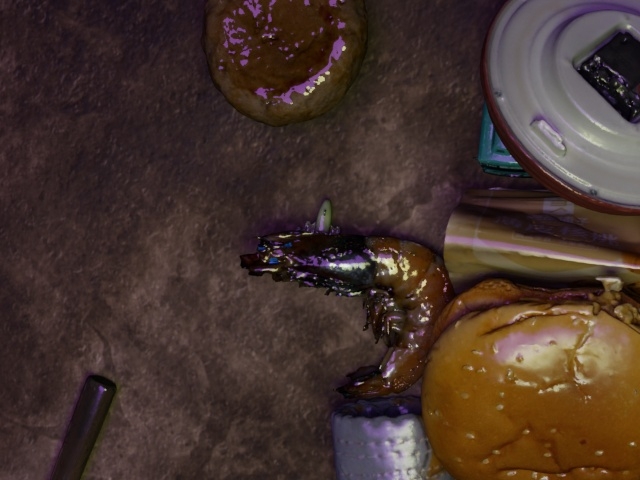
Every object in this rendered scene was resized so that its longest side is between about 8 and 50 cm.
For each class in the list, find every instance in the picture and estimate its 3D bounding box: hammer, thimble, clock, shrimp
[{"bbox_3d":[-0.387,0.402,1.462,0.168,0.044,0.440,24,97,14],"label":"hammer"},{"bbox_3d":[0.091,0.264,1.267,0.151,0.127,0.118,-5,91,25],"label":"thimble"},{"bbox_3d":[0.332,-0.173,1.129,0.318,0.080,0.319,4,65,-8],"label":"clock"},{"bbox_3d":[0.029,0.093,1.303,0.290,0.054,0.222,12,101,1],"label":"shrimp"}]

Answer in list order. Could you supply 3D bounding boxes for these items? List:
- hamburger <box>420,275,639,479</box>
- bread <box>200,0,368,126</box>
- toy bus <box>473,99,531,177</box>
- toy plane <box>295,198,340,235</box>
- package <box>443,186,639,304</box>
[{"bbox_3d":[0.258,0.170,1.120,0.289,0.170,0.314,0,129,12],"label":"hamburger"},{"bbox_3d":[-0.041,-0.262,1.304,0.229,0.123,0.230,-2,85,17],"label":"bread"},{"bbox_3d":[0.238,-0.159,1.234,0.079,0.092,0.160,7,92,18],"label":"toy bus"},{"bbox_3d":[0.000,0.000,1.337,0.102,0.040,0.111,10,96,-2],"label":"toy plane"},{"bbox_3d":[0.315,-0.003,1.177,0.311,0.221,0.165,7,72,16],"label":"package"}]
